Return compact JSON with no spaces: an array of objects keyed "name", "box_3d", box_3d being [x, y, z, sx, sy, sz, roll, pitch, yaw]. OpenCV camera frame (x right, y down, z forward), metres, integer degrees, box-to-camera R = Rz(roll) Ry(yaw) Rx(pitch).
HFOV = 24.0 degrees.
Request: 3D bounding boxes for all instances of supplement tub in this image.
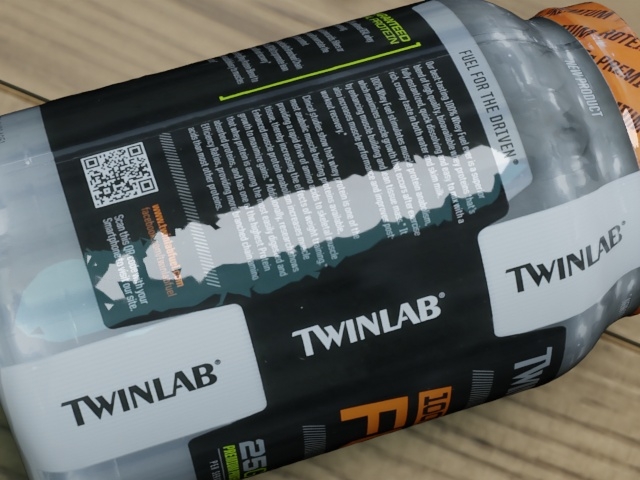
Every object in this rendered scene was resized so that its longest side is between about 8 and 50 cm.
[{"name":"supplement tub","box_3d":[0.000,0.000,0.709,0.316,0.193,0.194,-16,89,-8]}]
